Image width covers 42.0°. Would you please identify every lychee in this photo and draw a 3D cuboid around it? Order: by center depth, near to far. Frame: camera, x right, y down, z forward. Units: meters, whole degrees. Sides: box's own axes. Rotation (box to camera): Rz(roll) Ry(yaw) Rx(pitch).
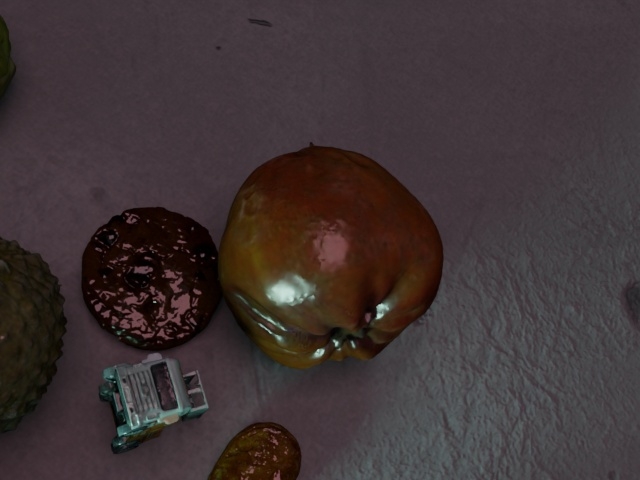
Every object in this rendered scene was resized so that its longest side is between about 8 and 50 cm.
[{"bbox_3d":[-0.402,0.101,0.889,0.255,0.255,0.274,39,54,2],"label":"lychee"}]

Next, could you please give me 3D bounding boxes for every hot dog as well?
[{"bbox_3d":[-0.081,0.290,1.005,0.099,0.065,0.147,28,55,-3],"label":"hot dog"}]

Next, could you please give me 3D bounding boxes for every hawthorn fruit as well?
[{"bbox_3d":[0.000,0.000,1.036,0.277,0.277,0.298,-2,61,-15],"label":"hawthorn fruit"}]

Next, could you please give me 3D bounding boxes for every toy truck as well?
[{"bbox_3d":[-0.188,0.183,0.956,0.115,0.178,0.080,-13,74,-20],"label":"toy truck"}]

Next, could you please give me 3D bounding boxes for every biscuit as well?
[{"bbox_3d":[-0.213,0.046,1.072,0.192,0.049,0.192,6,70,-16],"label":"biscuit"}]

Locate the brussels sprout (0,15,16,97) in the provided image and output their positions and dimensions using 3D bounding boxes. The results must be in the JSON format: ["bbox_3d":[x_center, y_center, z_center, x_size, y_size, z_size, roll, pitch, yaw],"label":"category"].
[{"bbox_3d":[-0.499,-0.243,1.044,0.223,0.161,0.223,9,63,-17],"label":"brussels sprout"}]
